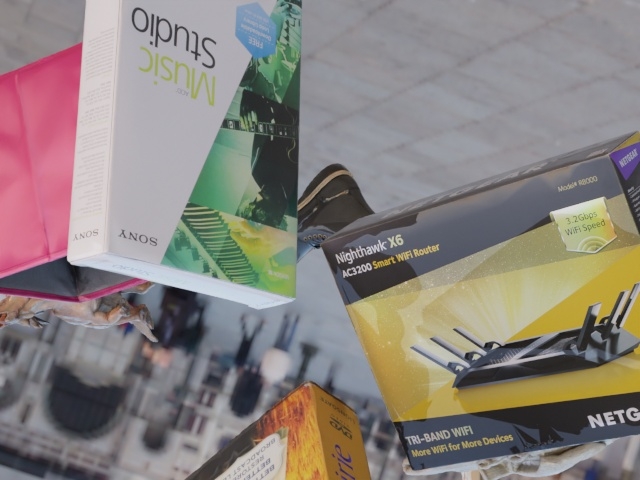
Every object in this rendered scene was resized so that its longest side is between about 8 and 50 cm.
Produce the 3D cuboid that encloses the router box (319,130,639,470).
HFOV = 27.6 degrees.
[{"bbox_3d":[0.178,0.064,1.174,0.309,0.243,0.081,-18,-172,36],"label":"router box"}]

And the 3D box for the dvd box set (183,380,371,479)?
[{"bbox_3d":[-0.073,0.324,0.852,0.062,0.307,0.420,39,-159,-28],"label":"dvd box set"}]

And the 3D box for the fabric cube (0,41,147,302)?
[{"bbox_3d":[-0.306,-0.081,1.716,0.259,0.258,0.254,-18,166,20],"label":"fabric cube"}]

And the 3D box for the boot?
[{"bbox_3d":[0.000,0.000,1.918,0.077,0.198,0.137,16,-153,-42],"label":"boot"}]

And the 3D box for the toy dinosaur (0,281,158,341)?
[{"bbox_3d":[-0.369,0.091,1.986,0.200,0.127,0.296,-17,157,19],"label":"toy dinosaur"}]

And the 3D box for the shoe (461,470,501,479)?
[{"bbox_3d":[0.219,0.336,1.808,0.058,0.076,0.219,18,152,24],"label":"shoe"}]

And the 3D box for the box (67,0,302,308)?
[{"bbox_3d":[-0.114,-0.115,1.195,0.058,0.322,0.232,-11,161,41],"label":"box"}]

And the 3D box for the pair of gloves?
[{"bbox_3d":[0.230,0.234,1.426,0.204,0.042,0.240,-7,172,-32],"label":"pair of gloves"}]
